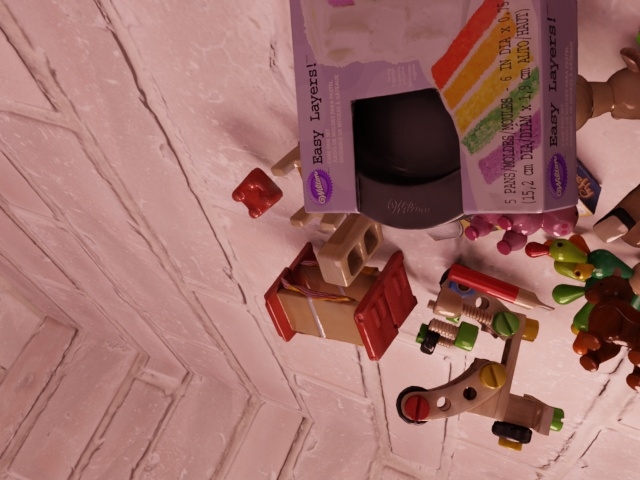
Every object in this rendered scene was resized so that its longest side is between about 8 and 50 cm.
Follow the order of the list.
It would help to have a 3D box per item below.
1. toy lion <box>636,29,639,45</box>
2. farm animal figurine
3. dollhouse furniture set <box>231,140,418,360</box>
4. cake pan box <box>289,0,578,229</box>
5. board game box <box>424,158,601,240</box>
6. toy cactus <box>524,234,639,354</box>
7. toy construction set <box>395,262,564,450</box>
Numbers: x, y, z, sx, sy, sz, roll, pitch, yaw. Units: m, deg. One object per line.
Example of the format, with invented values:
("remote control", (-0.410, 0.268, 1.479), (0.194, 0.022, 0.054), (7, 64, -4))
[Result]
("toy lion", (0.306, -0.172, 0.547), (0.096, 0.034, 0.100), (15, 154, 39))
("farm animal figurine", (0.293, -0.047, 0.589), (0.330, 0.172, 0.327), (58, 151, -9))
("dollhouse furniture set", (0.000, 0.000, 1.063), (0.201, 0.152, 0.374), (7, 132, 35))
("cake pan box", (0.083, -0.144, 0.567), (0.246, 0.266, 0.070), (4, -170, 45))
("board game box", (0.184, -0.076, 0.822), (0.165, 0.042, 0.243), (40, 151, -26))
("toy cactus", (0.375, 0.061, 0.860), (0.180, 0.112, 0.219), (-17, 124, 42))
("toy construction set", (0.262, 0.165, 0.979), (0.237, 0.257, 0.309), (20, 150, 8))
